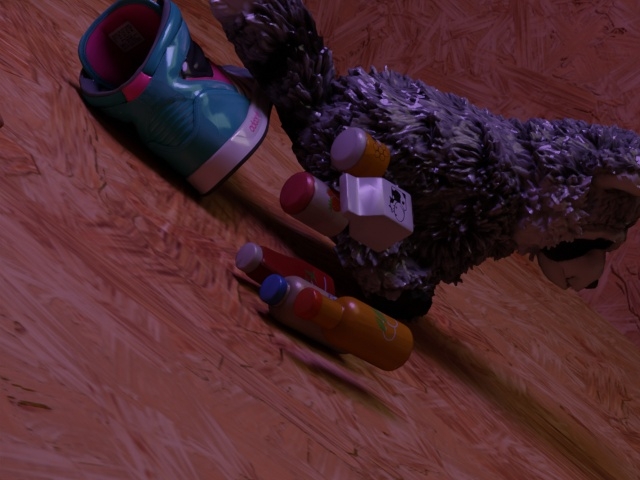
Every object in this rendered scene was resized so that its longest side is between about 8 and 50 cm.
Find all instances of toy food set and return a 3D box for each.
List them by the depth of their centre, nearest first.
[{"bbox_3d":[0.000,0.000,1.287,0.104,0.111,0.232,30,44,-36],"label":"toy food set"}]

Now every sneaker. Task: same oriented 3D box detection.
[{"bbox_3d":[-0.145,-0.157,1.526,0.178,0.124,0.295,45,10,-14],"label":"sneaker"}]

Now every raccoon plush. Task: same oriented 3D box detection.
[{"bbox_3d":[0.124,-0.120,1.484,0.446,0.299,0.216,55,16,-30],"label":"raccoon plush"}]

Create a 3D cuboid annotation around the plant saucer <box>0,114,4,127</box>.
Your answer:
[{"bbox_3d":[-0.282,-0.159,1.092,0.200,0.037,0.200,59,-7,13],"label":"plant saucer"}]
